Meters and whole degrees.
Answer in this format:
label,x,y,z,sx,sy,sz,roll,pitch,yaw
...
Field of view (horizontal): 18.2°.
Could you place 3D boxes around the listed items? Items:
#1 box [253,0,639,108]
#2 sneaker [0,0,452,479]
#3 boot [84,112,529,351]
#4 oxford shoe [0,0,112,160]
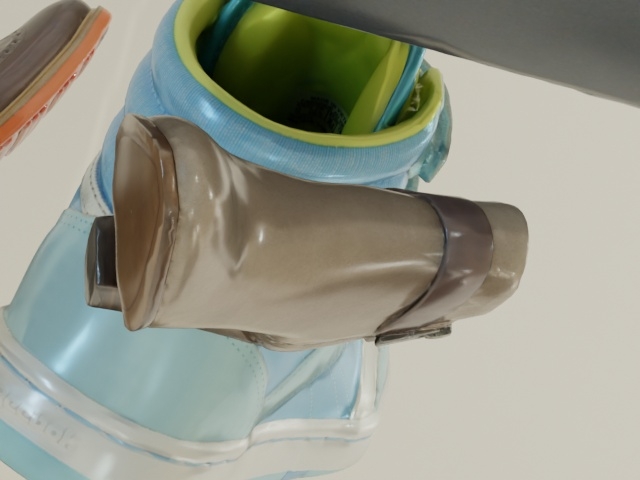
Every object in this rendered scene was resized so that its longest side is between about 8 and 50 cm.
label,x,y,z,sx,sy,sz,roll,pitch,yaw
box,0.106,-0.251,0.527,0.212,0.293,0.395,107,-2,-65
sneaker,-0.004,-0.012,0.801,0.208,0.127,0.319,-60,170,14
boot,0.000,0.000,0.404,0.118,0.087,0.042,149,-59,-75
oxford shoe,-0.229,-0.064,1.085,0.271,0.098,0.097,-41,-177,-24
